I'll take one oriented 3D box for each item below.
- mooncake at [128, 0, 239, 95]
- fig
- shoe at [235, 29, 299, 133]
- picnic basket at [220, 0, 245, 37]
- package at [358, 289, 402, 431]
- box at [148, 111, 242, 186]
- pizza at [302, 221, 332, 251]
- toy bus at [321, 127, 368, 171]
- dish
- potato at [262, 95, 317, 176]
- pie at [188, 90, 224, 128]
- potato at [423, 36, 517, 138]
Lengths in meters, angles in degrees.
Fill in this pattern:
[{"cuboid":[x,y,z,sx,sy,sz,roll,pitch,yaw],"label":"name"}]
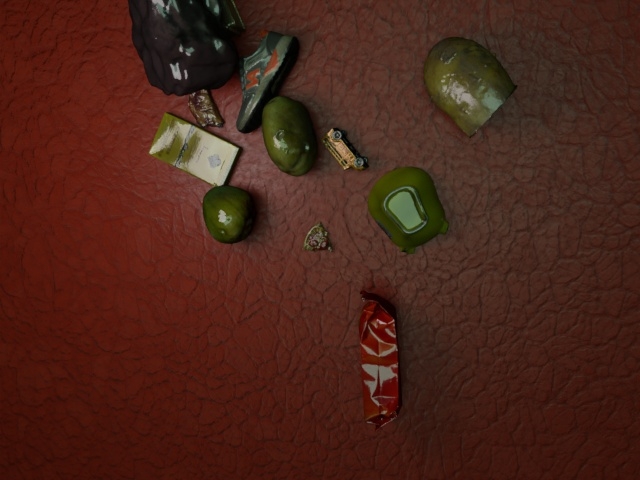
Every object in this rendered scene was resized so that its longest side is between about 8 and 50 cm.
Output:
[{"cuboid":[-0.422,-0.611,1.796,0.212,0.350,0.381,-23,78,-30],"label":"mooncake"},{"cuboid":[-0.293,-0.088,1.927,0.191,0.181,0.181,43,103,19],"label":"fig"},{"cuboid":[-0.211,-0.507,1.885,0.171,0.132,0.336,31,100,9],"label":"shoe"},{"cuboid":[-0.309,-0.708,1.873,0.080,0.115,0.164,-22,94,14],"label":"picnic basket"},{"cuboid":[0.186,0.362,1.901,0.123,0.196,0.423,-4,96,5],"label":"package"},{"cuboid":[-0.411,-0.293,1.986,0.279,0.041,0.153,26,100,5],"label":"box"},{"cuboid":[-0.010,-0.012,1.965,0.100,0.029,0.099,3,97,9],"label":"pizza"},{"cuboid":[0.078,-0.274,1.893,0.074,0.069,0.162,-39,88,21],"label":"toy bus"},{"cuboid":[0.267,-0.092,1.868,0.221,0.108,0.262,-30,92,13],"label":"dish"},{"cuboid":[-0.091,-0.319,1.856,0.149,0.197,0.228,-9,66,22],"label":"potato"},{"cuboid":[-0.378,-0.431,1.965,0.092,0.034,0.169,-27,94,8],"label":"pie"},{"cuboid":[0.414,-0.462,1.750,0.266,0.229,0.229,43,102,6],"label":"potato"}]
